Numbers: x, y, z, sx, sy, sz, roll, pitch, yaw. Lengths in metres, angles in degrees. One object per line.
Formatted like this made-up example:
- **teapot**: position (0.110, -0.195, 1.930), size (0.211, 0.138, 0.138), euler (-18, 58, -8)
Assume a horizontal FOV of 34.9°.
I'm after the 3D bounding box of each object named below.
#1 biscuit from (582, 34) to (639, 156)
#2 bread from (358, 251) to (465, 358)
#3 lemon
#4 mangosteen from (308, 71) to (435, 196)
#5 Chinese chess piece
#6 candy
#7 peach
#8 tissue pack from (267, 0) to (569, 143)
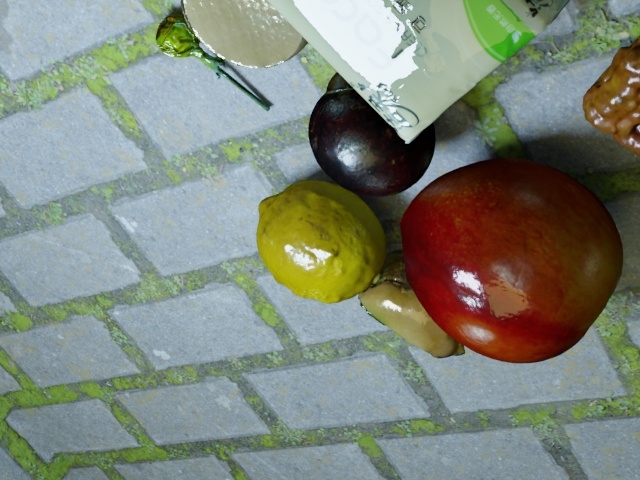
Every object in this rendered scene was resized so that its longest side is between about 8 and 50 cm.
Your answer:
- **biscuit**: position (0.604, -0.214, 1.592), size (0.312, 0.111, 0.318), euler (33, 139, -5)
- **bread**: position (0.220, 0.111, 2.059), size (0.251, 0.174, 0.133), euler (33, 134, 1)
- **lemon**: position (0.000, 0.000, 2.017), size (0.288, 0.233, 0.234), euler (30, 137, 8)
- **mangosteen**: position (0.100, -0.220, 1.779), size (0.231, 0.231, 0.289), euler (18, 114, 10)
- **Chinese chess piece**: position (-0.122, -0.419, 1.772), size (0.249, 0.103, 0.250), euler (13, 135, 14)
- **candy**: position (-0.197, -0.329, 1.931), size (0.262, 0.073, 0.077), euler (37, 110, -19)
- **peach**: position (0.322, 0.029, 1.791), size (0.388, 0.388, 0.388), euler (14, 135, 14)
- **tissue pack**: position (0.124, -0.405, 1.549), size (0.405, 0.205, 0.331), euler (45, 133, -7)
